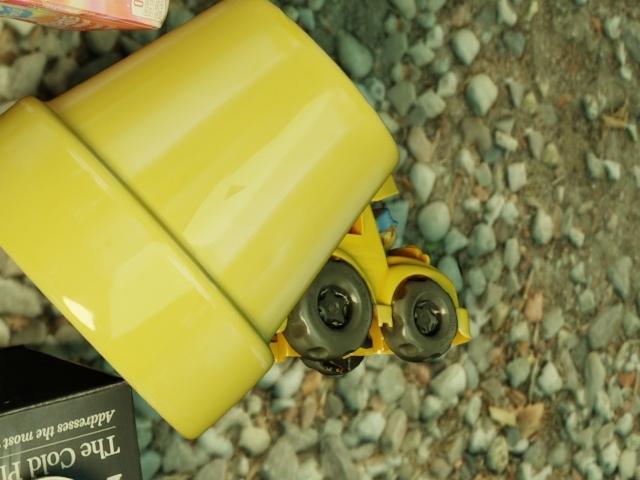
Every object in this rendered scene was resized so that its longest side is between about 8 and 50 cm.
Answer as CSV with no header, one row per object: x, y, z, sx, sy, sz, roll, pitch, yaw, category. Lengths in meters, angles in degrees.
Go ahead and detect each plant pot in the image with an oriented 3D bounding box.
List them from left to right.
-0.087,-0.035,1.184,0.239,0.254,0.254,-44,118,-5,plant pot

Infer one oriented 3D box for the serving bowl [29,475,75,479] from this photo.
-0.180,0.191,1.121,0.083,0.027,0.083,-3,95,-34,serving bowl

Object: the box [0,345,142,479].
-0.295,0.266,1.175,0.343,0.179,0.312,-13,103,-33,box

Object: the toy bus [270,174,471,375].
0.000,0.000,1.388,0.220,0.149,0.211,5,76,-37,toy bus

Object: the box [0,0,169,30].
-0.177,-0.304,1.210,0.142,0.154,0.300,10,90,-35,box
